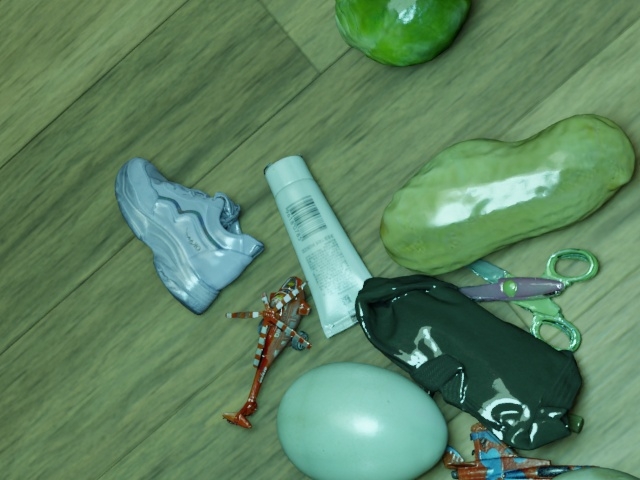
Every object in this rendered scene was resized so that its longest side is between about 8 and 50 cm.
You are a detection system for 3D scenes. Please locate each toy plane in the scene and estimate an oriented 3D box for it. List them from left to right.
[{"bbox_3d":[-0.057,0.141,1.666,0.126,0.077,0.194,-3,80,26],"label":"toy plane"},{"bbox_3d":[0.228,0.270,1.505,0.189,0.061,0.130,-6,70,17],"label":"toy plane"}]

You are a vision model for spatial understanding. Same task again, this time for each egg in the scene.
[{"bbox_3d":[0.049,0.220,1.547,0.209,0.151,0.151,7,76,22],"label":"egg"}]

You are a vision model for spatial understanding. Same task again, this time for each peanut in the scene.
[{"bbox_3d":[0.217,-0.064,1.576,0.319,0.147,0.147,-24,65,13],"label":"peanut"}]

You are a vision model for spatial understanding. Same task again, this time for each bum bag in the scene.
[{"bbox_3d":[0.174,0.132,1.550,0.326,0.079,0.142,35,55,30],"label":"bum bag"}]

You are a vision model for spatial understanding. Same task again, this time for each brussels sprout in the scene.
[{"bbox_3d":[0.105,-0.302,1.700,0.181,0.144,0.161,-28,83,38],"label":"brussels sprout"}]

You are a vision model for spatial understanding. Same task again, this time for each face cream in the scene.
[{"bbox_3d":[0.000,0.000,1.698,0.092,0.058,0.243,-28,70,6],"label":"face cream"}]

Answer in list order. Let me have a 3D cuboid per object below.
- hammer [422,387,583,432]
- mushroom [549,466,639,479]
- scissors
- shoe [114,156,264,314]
[{"bbox_3d":[0.218,0.186,1.562,0.199,0.013,0.062,15,79,27],"label":"hammer"},{"bbox_3d":[0.279,0.348,1.359,0.207,0.215,0.207,28,129,41],"label":"mushroom"},{"bbox_3d":[0.236,0.061,1.591,0.187,0.020,0.133,14,86,28],"label":"scissors"},{"bbox_3d":[-0.177,-0.031,1.765,0.138,0.095,0.245,-34,66,6],"label":"shoe"}]
